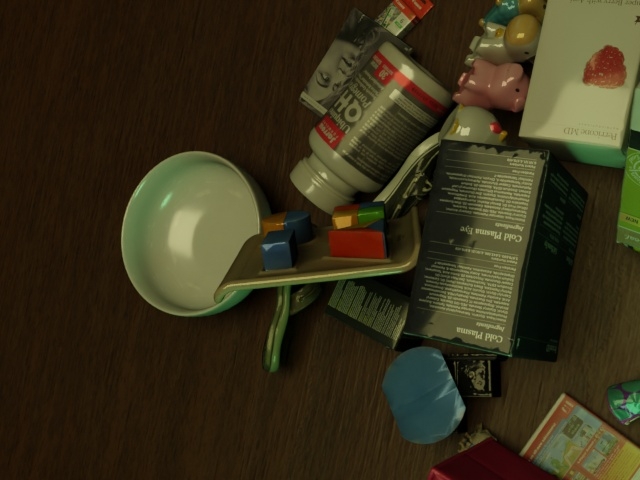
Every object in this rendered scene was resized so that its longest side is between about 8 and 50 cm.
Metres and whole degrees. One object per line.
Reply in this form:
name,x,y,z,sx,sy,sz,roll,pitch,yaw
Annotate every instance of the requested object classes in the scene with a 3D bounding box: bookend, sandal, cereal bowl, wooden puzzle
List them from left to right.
cereal bowl,-0.236,-0.006,1.944,0.339,0.141,0.339,-5,79,26
sandal,-0.046,0.115,1.861,0.086,0.120,0.303,14,90,0
wooden puzzle,0.000,0.000,1.632,0.348,0.322,0.080,-11,104,7
bookend,0.251,0.281,1.691,0.156,0.072,0.157,-3,81,26

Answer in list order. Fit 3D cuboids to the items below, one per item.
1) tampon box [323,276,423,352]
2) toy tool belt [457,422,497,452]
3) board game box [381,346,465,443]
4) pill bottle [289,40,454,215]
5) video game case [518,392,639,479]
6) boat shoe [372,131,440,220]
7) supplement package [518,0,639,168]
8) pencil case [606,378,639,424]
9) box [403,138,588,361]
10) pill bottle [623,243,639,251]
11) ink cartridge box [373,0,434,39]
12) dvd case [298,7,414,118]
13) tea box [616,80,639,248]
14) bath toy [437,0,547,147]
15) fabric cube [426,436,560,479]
tampon box,0.113,0.128,1.757,0.161,0.120,0.101,27,95,27
toy tool belt,0.272,0.369,1.686,0.083,0.052,0.051,-51,33,7
board game box,0.186,0.274,1.666,0.133,0.033,0.168,-34,63,24
pill bottle,0.090,-0.203,1.789,0.318,0.176,0.176,-50,64,14
video game case,0.470,0.422,1.585,0.285,0.025,0.204,37,99,26
boat shoe,0.183,-0.106,1.791,0.070,0.078,0.219,48,112,25
supplement package,0.471,-0.288,1.614,0.177,0.175,0.293,11,87,27
pencil case,0.552,0.257,1.548,0.152,0.064,0.070,-19,58,23
box,0.298,0.029,1.555,0.179,0.343,0.312,9,85,26
pill bottle,0.610,-0.007,1.531,0.215,0.117,0.117,25,93,28
ink cartridge box,0.163,-0.448,1.878,0.115,0.029,0.063,-44,66,15
dvd case,0.068,-0.332,1.896,0.164,0.018,0.221,41,109,26
tea box,0.607,-0.172,1.379,0.220,0.323,0.329,22,56,28
bath toy,0.319,-0.278,1.660,0.129,0.151,0.348,27,64,-9
fabric cube,0.286,0.508,1.514,0.258,0.259,0.254,31,107,27
